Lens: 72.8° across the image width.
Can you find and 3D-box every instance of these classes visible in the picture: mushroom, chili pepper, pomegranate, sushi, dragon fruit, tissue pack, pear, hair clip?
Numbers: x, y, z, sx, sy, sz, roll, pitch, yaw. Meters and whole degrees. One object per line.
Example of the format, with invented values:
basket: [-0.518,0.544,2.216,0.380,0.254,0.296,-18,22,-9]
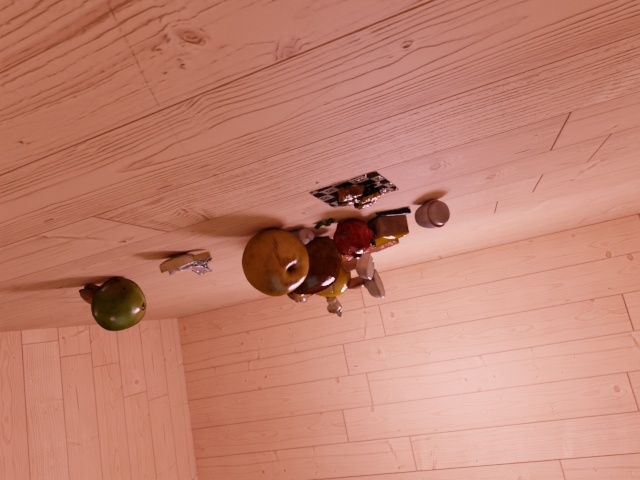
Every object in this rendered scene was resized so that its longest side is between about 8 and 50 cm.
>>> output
mushroom: [-0.055,0.099,1.576,0.283,0.195,0.263,-11,166,41]
chili pepper: [0.012,-0.053,1.373,0.083,0.022,0.027,-19,133,40]
pomegranate: [-0.768,0.208,1.619,0.190,0.241,0.159,-29,143,-31]
sushi: [0.093,-0.107,1.114,0.192,0.040,0.210,-15,168,20]
dragon fruit: [0.108,-0.009,1.423,0.133,0.136,0.166,-32,178,39]
tissue pack: [0.216,-0.029,1.530,0.120,0.082,0.169,-7,168,-26]
pear: [-0.145,0.065,1.336,0.209,0.209,0.209,-11,169,-2]
hair clip: [-0.441,0.079,1.460,0.159,0.071,0.218,-19,173,23]

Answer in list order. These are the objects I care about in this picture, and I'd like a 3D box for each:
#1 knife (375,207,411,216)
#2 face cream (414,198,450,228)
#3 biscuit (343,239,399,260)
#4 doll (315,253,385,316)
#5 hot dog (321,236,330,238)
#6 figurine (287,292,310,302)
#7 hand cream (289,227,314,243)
knife: [0.238,-0.089,1.416,0.121,0.018,0.031,-8,176,-13]
face cream: [0.355,-0.082,1.384,0.091,0.091,0.095,-4,175,-31]
biscuit: [0.204,0.024,1.875,0.306,0.043,0.284,-12,163,-22]
doll: [0.061,0.154,1.786,0.423,0.348,0.161,-33,-167,41]
hot dog: [0.000,0.000,1.626,0.083,0.021,0.037,-7,169,-17]
figurine: [-0.084,0.254,2.441,0.342,0.167,0.285,-42,162,28]
hand cream: [-0.081,-0.010,1.437,0.142,0.053,0.084,-7,175,40]
